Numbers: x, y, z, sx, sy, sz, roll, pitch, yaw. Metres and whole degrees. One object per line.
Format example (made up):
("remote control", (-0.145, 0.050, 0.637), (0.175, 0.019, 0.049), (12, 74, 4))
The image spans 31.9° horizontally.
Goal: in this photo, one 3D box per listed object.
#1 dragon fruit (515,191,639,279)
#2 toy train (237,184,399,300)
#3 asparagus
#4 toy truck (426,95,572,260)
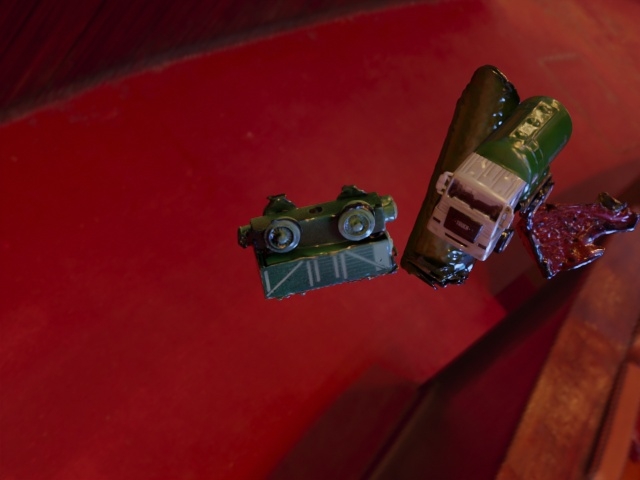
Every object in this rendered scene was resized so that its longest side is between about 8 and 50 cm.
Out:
("dragon fruit", (0.417, -0.022, 1.790), (0.192, 0.092, 0.123), (-9, 58, 1))
("toy train", (0.000, 0.000, 1.848), (0.269, 0.154, 0.115), (-12, 29, -6))
("asparagus", (0.222, -0.094, 1.677), (0.128, 0.382, 0.108), (-6, 37, -34))
("toy truck", (0.227, -0.084, 1.363), (0.101, 0.125, 0.242), (32, 43, 13))
